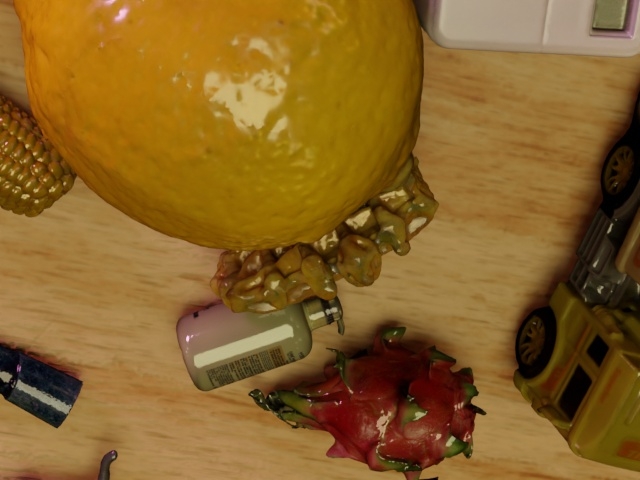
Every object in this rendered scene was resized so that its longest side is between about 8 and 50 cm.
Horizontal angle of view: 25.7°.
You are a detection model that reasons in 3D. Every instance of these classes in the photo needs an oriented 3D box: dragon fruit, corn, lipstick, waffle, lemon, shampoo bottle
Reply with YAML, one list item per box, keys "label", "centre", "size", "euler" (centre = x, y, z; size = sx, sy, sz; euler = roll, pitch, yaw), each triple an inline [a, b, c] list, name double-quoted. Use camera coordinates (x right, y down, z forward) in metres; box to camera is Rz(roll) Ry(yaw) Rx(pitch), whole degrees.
- label: "dragon fruit"
  centre: [0.047, 0.161, 1.409]
  size: [0.236, 0.135, 0.137]
  euler: [16, 116, 5]
- label: "corn"
  centre: [-0.356, -0.122, 1.249]
  size: [0.305, 0.106, 0.106]
  euler: [31, 105, -19]
- label: "lipstick"
  centre: [-0.348, 0.106, 1.379]
  size: [0.234, 0.053, 0.053]
  euler: [31, 105, -13]
- label: "waffle"
  centre: [0.000, 0.000, 1.282]
  size: [0.229, 0.219, 0.057]
  euler: [-31, 110, 5]
- label: "lemon"
  centre: [-0.077, -0.152, 1.164]
  size: [0.336, 0.336, 0.336]
  euler: [-3, 112, -6]
- label: "shampoo bottle"
  centre: [-0.056, 0.089, 1.387]
  size: [0.162, 0.079, 0.079]
  euler: [-19, 113, 1]

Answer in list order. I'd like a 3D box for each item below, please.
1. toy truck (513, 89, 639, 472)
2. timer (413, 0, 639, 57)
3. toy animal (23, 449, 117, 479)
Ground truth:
- label: "toy truck"
  centre: [0.352, 0.034, 1.332]
  size: [0.181, 0.254, 0.405]
  euler: [16, 112, -18]
- label: "timer"
  centre: [0.177, -0.275, 1.207]
  size: [0.194, 0.195, 0.192]
  euler: [1, 112, -9]
- label: "toy animal"
  centre: [-0.315, 0.310, 1.441]
  size: [0.270, 0.082, 0.137]
  euler: [-18, 114, 1]
